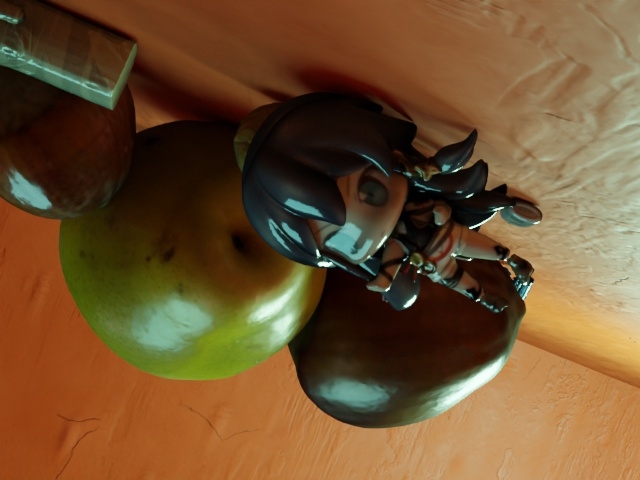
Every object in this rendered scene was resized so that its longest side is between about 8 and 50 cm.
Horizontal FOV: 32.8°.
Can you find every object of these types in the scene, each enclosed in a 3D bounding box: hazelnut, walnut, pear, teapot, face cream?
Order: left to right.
[{"bbox_3d":[-0.297,-0.212,1.132,0.200,0.077,0.107,22,172,-5],"label":"teapot"},{"bbox_3d":[-0.304,-0.125,1.261,0.214,0.214,0.176,25,168,-36],"label":"hazelnut"},{"bbox_3d":[-0.164,0.011,1.460,0.362,0.363,0.418,23,167,-18],"label":"pear"},{"bbox_3d":[-0.031,-0.093,1.146,0.124,0.105,0.105,16,174,13],"label":"walnut"},{"bbox_3d":[0.114,0.125,1.641,0.365,0.366,0.366,22,176,2],"label":"hazelnut"},{"bbox_3d":[0.218,-0.028,1.198,0.040,0.021,0.083,22,175,0],"label":"face cream"}]

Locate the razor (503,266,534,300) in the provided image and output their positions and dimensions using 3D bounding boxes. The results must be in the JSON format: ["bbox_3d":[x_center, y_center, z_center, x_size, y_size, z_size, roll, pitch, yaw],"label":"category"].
[{"bbox_3d":[0.189,0.026,1.795,0.324,0.056,0.093,22,136,7],"label":"razor"}]

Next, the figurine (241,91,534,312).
[{"bbox_3d":[0.054,-0.033,1.012,0.265,0.175,0.197,33,176,-28],"label":"figurine"}]

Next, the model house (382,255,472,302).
[{"bbox_3d":[0.102,0.001,1.203,0.117,0.088,0.167,21,-152,-5],"label":"model house"}]
